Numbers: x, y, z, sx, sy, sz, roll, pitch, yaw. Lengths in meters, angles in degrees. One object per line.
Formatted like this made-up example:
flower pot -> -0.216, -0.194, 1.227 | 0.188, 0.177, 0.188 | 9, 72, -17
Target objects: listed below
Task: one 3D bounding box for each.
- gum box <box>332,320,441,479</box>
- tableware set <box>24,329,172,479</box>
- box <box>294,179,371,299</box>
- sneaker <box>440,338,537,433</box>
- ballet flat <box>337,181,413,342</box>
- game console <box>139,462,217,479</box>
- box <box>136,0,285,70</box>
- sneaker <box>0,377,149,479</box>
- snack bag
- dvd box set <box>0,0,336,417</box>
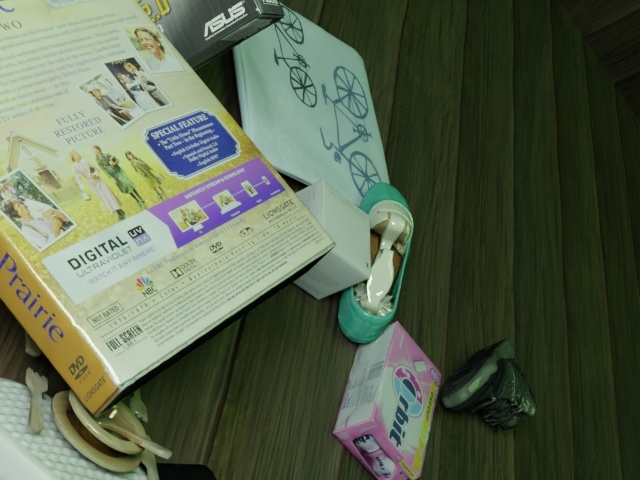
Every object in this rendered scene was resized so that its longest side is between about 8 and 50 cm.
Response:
gum box -> 0.087, 0.208, 1.215 | 0.107, 0.062, 0.188 | 51, 34, -22
tableware set -> -0.181, 0.118, 0.801 | 0.128, 0.039, 0.194 | 38, 9, -29
box -> 0.000, 0.000, 1.203 | 0.101, 0.087, 0.102 | 36, 42, -39
sneaker -> 0.258, 0.233, 1.428 | 0.130, 0.087, 0.227 | 62, 26, 6
ballet flat -> 0.085, 0.017, 1.268 | 0.083, 0.087, 0.247 | 21, 60, -12
game console -> -0.136, 0.268, 0.890 | 0.122, 0.071, 0.107 | 18, 85, -50
box -> -0.172, -0.259, 0.987 | 0.056, 0.231, 0.183 | -23, 89, -63
sneaker -> -0.172, 0.267, 0.734 | 0.366, 0.150, 0.135 | 43, 4, 7
snack bag -> -0.018, -0.189, 1.358 | 0.342, 0.037, 0.323 | 22, 51, -49
dvd box set -> -0.209, -0.090, 0.838 | 0.420, 0.062, 0.308 | 50, 38, 4
